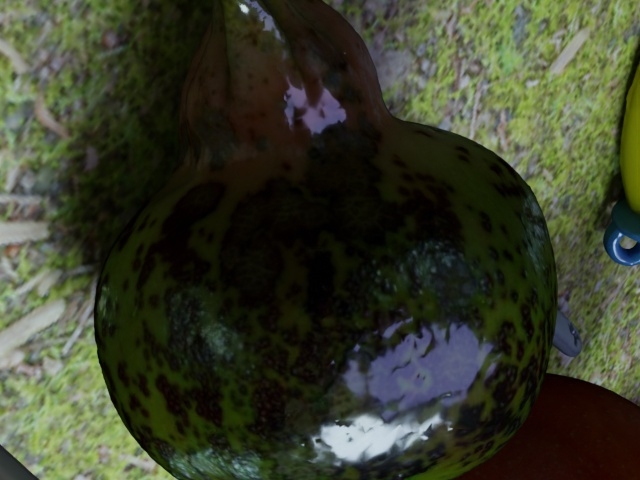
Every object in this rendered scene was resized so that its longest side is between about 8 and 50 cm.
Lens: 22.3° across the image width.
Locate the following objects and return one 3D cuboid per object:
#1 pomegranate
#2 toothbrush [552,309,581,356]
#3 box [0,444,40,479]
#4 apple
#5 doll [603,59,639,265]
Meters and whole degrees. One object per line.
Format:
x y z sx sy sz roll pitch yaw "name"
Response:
-0.013 0.001 0.795 0.222 0.277 0.204 -30 175 -45 "pomegranate"
0.096 0.001 1.007 0.040 0.040 0.386 -57 143 -2 "toothbrush"
-0.165 0.114 0.523 0.112 0.369 0.190 -29 136 -34 "box"
0.144 0.197 1.070 0.218 0.201 0.218 -19 121 -35 "apple"
0.290 -0.131 1.064 0.363 0.199 0.145 -59 -172 23 "doll"
